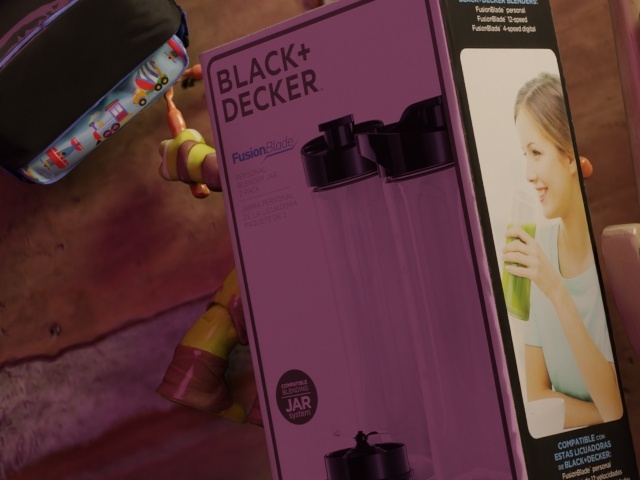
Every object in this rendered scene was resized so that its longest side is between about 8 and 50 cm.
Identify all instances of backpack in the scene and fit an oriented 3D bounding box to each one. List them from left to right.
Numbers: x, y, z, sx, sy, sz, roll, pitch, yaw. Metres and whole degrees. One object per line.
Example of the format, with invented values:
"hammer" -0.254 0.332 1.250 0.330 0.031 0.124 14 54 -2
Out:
"backpack" -0.181 -0.139 1.139 0.158 0.117 0.173 -43 46 -3

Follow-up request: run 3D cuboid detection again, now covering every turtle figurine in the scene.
"turtle figurine" 0.000 0.000 1.053 0.269 0.087 0.217 14 81 23

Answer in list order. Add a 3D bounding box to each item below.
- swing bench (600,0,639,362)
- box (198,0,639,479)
"swing bench" 0.275 -0.047 0.889 0.253 0.165 0.255 -8 73 33
"box" 0.046 0.027 0.922 0.169 0.087 0.290 -13 84 45
